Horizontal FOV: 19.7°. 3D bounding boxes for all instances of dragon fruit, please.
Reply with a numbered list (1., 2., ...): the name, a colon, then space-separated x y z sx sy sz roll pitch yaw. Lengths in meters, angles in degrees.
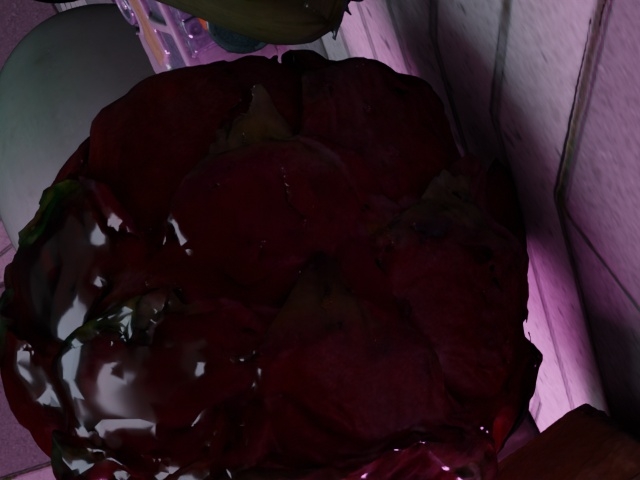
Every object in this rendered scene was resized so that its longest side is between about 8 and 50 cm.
1. dragon fruit: -0.028 0.050 1.044 0.329 0.329 0.329 59 172 13

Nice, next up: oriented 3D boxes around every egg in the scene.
1. egg: -0.166 -0.053 1.747 0.389 0.276 0.276 60 172 20

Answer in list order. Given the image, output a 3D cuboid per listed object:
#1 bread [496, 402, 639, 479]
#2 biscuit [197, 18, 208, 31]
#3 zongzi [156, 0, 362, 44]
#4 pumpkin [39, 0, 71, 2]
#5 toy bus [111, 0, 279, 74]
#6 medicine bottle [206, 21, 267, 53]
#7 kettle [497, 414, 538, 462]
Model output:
1. bread: 0.163 0.197 1.071 0.190 0.123 0.244 62 174 -14
2. biscuit: -0.112 -0.271 1.202 0.205 0.049 0.324 -92 -18 -49
3. zongzi: -0.051 -0.260 0.975 0.250 0.274 0.125 23 -174 -2
4. pumpkin: -0.300 -0.330 1.765 0.248 0.248 0.248 59 172 13
5. toy bus: -0.139 -0.273 1.476 0.138 0.097 0.343 34 151 59
6. medicine bottle: -0.048 -0.180 1.141 0.208 0.053 0.090 -94 -16 -58
7. kettle: 0.052 0.203 1.401 0.202 0.232 0.144 63 173 -18
